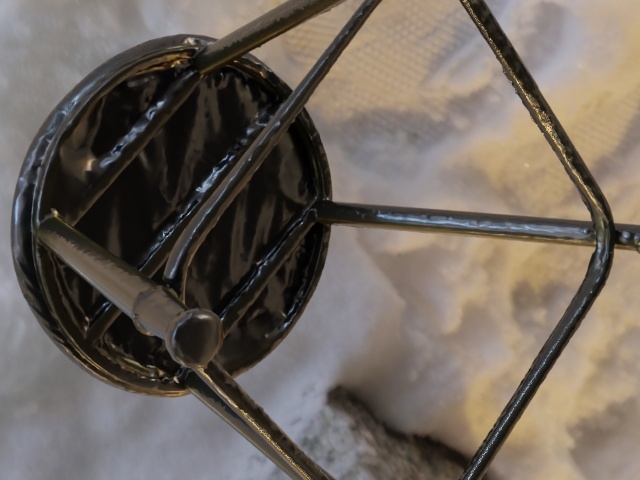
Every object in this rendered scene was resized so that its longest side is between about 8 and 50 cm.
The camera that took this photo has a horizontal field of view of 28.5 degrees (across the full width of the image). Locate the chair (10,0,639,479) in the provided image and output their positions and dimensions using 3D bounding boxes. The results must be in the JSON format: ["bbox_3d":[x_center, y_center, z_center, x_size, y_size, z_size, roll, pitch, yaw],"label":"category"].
[{"bbox_3d":[0.000,0.000,0.916,0.364,0.410,0.362,-54,125,-19],"label":"chair"}]
